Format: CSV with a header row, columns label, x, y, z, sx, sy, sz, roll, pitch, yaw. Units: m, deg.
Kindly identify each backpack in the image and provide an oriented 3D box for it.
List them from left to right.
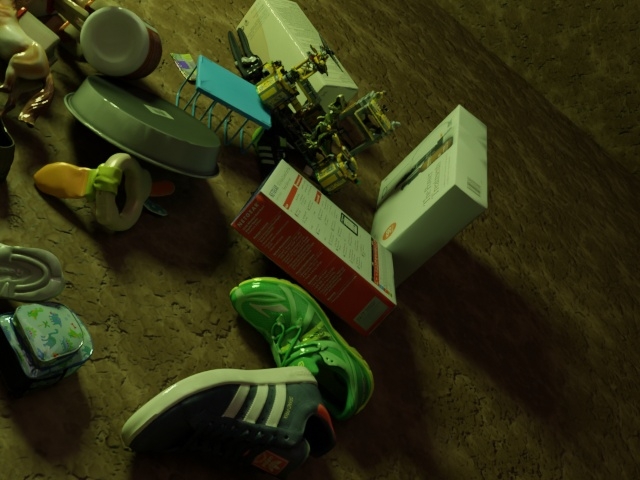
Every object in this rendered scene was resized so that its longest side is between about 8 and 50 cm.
label,x,y,z,sx,sy,sz,roll,pitch,yaw
backpack,-0.351,0.131,1.034,0.105,0.084,0.114,57,30,13

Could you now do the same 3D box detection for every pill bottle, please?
label,x,y,z,sx,sy,sz,roll,pitch,yaw
pill bottle,-0.361,-0.361,1.501,0.121,0.121,0.216,41,5,-6

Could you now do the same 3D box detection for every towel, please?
label,x,y,z,sx,sy,sz,roll,pitch,yaw
towel,-0.287,-0.378,1.762,0.060,0.009,0.083,-10,61,-52

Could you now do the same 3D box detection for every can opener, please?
label,x,y,z,sx,sy,sz,roll,pitch,yaw
can opener,-0.184,-0.443,1.924,0.059,0.073,0.186,-20,58,-13

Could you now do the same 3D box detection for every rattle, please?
label,x,y,z,sx,sy,sz,roll,pitch,yaw
rattle,-0.348,-0.081,1.333,0.200,0.143,0.130,-41,119,-73

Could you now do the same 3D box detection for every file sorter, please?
label,x,y,z,sx,sy,sz,roll,pitch,yaw
file sorter,-0.201,-0.271,1.647,0.170,0.104,0.118,27,35,-27

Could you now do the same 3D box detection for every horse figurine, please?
label,x,y,z,sx,sy,sz,roll,pitch,yaw
horse figurine,-0.508,-0.298,1.278,0.174,0.066,0.263,-40,98,-26

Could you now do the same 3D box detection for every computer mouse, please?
label,x,y,z,sx,sy,sz,roll,pitch,yaw
computer mouse,-0.053,-0.200,1.783,0.262,0.060,0.184,42,26,-26

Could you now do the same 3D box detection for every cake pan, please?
label,x,y,z,sx,sy,sz,roll,pitch,yaw
cake pan,-0.298,-0.205,1.412,0.293,0.054,0.293,28,15,-8

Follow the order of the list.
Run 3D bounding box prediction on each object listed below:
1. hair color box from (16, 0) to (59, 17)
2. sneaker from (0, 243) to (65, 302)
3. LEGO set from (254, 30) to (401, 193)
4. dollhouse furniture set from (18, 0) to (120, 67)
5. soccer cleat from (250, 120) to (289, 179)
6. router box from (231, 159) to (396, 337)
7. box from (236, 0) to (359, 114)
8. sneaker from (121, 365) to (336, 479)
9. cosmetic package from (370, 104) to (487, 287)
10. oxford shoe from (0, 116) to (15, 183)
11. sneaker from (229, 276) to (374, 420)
label,x,y,z,sx,sy,sz,roll,pitch,yaw
hair color box,-0.616,-0.477,1.405,0.185,0.113,0.374,46,32,2
sneaker,-0.452,0.034,1.043,0.235,0.095,0.090,18,80,-12
LEGO set,0.034,-0.284,1.712,0.331,0.192,0.255,57,21,-4
dollhouse furniture set,-0.462,-0.428,1.415,0.135,0.262,0.259,38,64,-7
soccer cleat,-0.093,-0.175,1.689,0.060,0.072,0.179,6,48,-45
router box,0.000,0.000,1.491,0.301,0.082,0.335,40,13,-6
box,-0.058,-0.449,1.997,0.148,0.121,0.311,-5,56,-51
sneaker,-0.104,0.267,1.115,0.350,0.131,0.148,0,51,-48
cosmetic package,0.238,-0.103,1.783,0.097,0.284,0.377,35,33,-12
oxford shoe,-0.530,-0.196,1.198,0.227,0.096,0.083,45,34,3
sneaker,-0.030,0.175,1.324,0.295,0.109,0.123,43,28,-3
